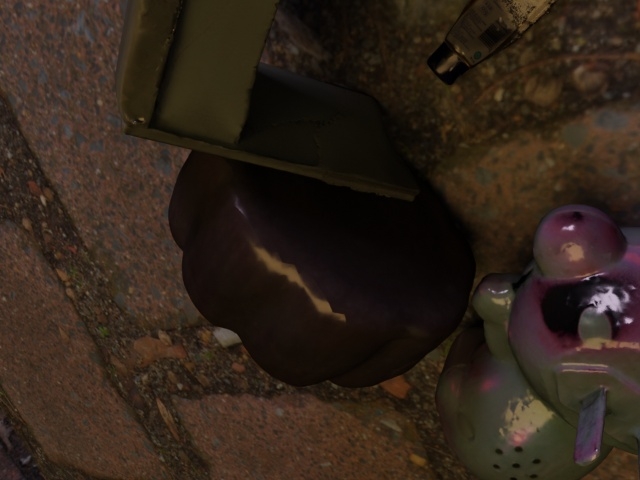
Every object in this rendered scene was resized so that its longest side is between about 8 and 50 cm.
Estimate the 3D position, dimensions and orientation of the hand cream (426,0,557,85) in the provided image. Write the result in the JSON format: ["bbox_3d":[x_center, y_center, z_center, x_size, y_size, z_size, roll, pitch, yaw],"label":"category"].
[{"bbox_3d":[0.164,-0.208,0.485,0.062,0.039,0.163,49,124,2],"label":"hand cream"}]

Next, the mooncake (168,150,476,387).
[{"bbox_3d":[0.000,0.000,0.545,0.306,0.306,0.154,43,129,4],"label":"mooncake"}]

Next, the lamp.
[{"bbox_3d":[0.234,0.131,0.494,0.247,0.247,0.301,35,133,5],"label":"lamp"}]

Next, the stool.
[{"bbox_3d":[0.002,-0.195,0.422,0.269,0.170,0.244,11,133,-25],"label":"stool"}]
